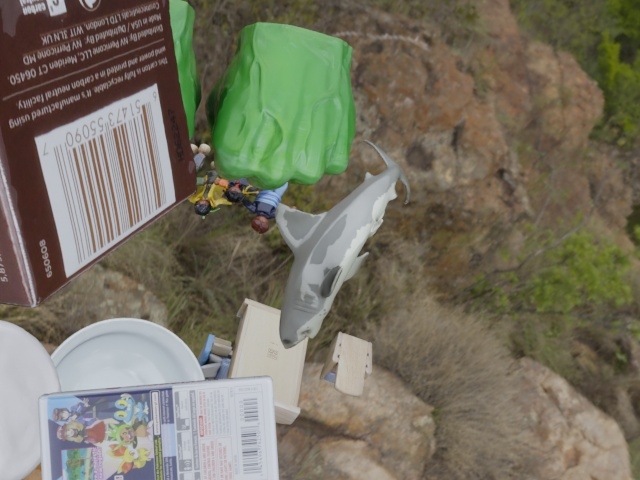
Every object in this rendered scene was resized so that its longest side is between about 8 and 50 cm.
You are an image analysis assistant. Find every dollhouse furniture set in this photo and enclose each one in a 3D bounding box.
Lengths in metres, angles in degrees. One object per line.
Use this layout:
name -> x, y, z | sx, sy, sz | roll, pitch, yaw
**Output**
dollhouse furniture set -> -0.098, 0.304, 1.525 | 0.286, 0.303, 0.198 | 21, 46, -11

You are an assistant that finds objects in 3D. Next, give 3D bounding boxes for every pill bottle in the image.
pill bottle -> -0.428, 0.181, 0.847 | 0.169, 0.301, 0.169 | 23, 62, -51

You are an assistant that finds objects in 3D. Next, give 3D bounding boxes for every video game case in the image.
video game case -> -0.123, 0.215, 0.642 | 0.183, 0.023, 0.201 | -3, 88, -7

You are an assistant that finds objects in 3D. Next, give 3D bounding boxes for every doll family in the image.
doll family -> -0.129, -0.072, 1.162 | 0.193, 0.076, 0.111 | 4, 46, 14

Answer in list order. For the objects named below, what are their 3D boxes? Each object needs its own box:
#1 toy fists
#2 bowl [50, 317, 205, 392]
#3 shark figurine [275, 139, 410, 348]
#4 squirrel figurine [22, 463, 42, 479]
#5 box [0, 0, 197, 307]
toy fists -> -0.102, -0.123, 0.722 | 0.279, 0.096, 0.142 | 10, 81, -19
bowl -> -0.353, 0.287, 1.400 | 0.298, 0.134, 0.298 | 5, 79, -25
shark figurine -> 0.013, -0.025, 0.913 | 0.116, 0.166, 0.278 | 30, 71, 7
squirrel figurine -> -0.595, 0.524, 1.552 | 0.397, 0.281, 0.370 | 32, 35, -5
box -> -0.207, -0.079, 0.467 | 0.203, 0.167, 0.168 | 4, 26, 21
